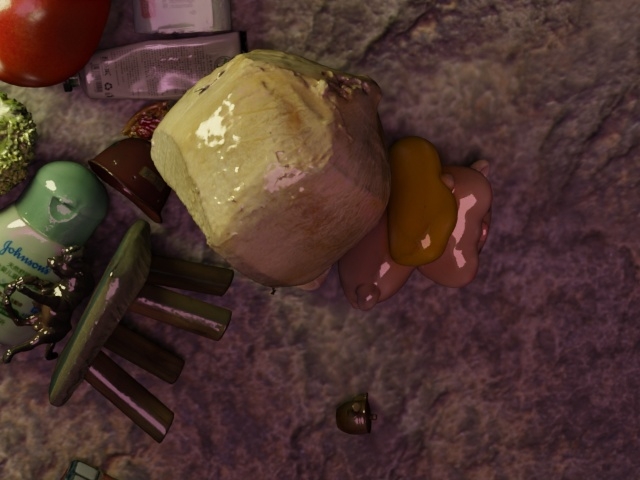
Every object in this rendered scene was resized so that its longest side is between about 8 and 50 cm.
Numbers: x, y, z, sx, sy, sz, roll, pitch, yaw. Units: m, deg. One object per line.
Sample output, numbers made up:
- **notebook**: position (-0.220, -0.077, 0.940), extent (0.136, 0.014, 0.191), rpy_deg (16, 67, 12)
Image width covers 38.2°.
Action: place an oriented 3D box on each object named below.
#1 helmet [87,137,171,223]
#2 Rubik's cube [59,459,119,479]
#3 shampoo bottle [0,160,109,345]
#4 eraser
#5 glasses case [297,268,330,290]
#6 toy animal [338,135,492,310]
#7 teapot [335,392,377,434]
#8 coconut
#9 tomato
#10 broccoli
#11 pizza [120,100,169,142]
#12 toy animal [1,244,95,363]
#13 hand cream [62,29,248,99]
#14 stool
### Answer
- **helmet**: position (-0.320, -0.119, 1.669), extent (0.106, 0.155, 0.175), rpy_deg (-48, 120, -13)
- **Rubik's cube**: position (-0.443, 0.657, 1.791), extent (0.293, 0.287, 0.292), rpy_deg (33, 102, -12)
- **shampoo bottle**: position (-0.520, 0.011, 1.679), extent (0.222, 0.151, 0.349), rpy_deg (36, 100, -15)
- **eraser**: position (-0.243, -0.474, 1.597), extent (0.174, 0.081, 0.226), rpy_deg (-3, 105, -6)
- **glasses case**: position (0.000, 0.000, 1.756), extent (0.081, 0.051, 0.204), rpy_deg (20, 103, -7)
- **toy animal**: position (0.201, 0.002, 1.671), extent (0.247, 0.277, 0.345), rpy_deg (21, 100, -23)
- **teapot**: position (0.068, 0.336, 1.834), extent (0.080, 0.110, 0.085), rpy_deg (-6, 62, 12)
- **coconut**: position (-0.052, -0.145, 1.546), extent (0.405, 0.404, 0.404), rpy_deg (-1, 105, -3)
- **tomato**: position (-0.469, -0.397, 1.520), extent (0.226, 0.299, 0.298), rpy_deg (-18, 109, -32)
- **broccoli**: position (-0.614, -0.163, 1.613), extent (0.227, 0.176, 0.197), rpy_deg (-1, 86, -22)
- **pizza**: position (-0.302, -0.212, 1.682), extent (0.100, 0.029, 0.099), rpy_deg (23, 116, -12)
- **toy animal**: position (-0.475, 0.122, 1.617), extent (0.148, 0.084, 0.232), rpy_deg (3, 116, -34)
- **hand cream**: position (-0.288, -0.303, 1.657), extent (0.336, 0.076, 0.121), rpy_deg (-6, 111, -8)
- **stool**: position (-0.313, 0.158, 1.651), extent (0.226, 0.310, 0.310), rpy_deg (26, 105, -11)
